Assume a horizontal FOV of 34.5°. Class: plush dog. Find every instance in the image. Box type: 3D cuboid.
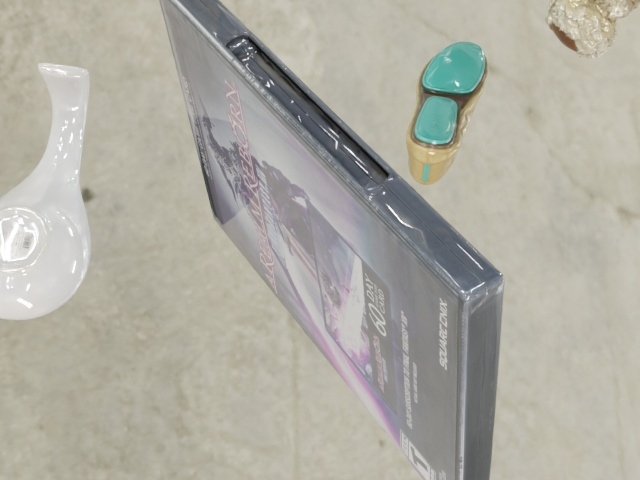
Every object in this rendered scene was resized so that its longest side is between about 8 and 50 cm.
[{"bbox_3d":[0.428,-0.361,1.314,0.211,0.225,0.262,-56,156,-23],"label":"plush dog"}]

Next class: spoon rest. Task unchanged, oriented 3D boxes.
[{"bbox_3d":[-0.296,-0.047,1.091,0.084,0.137,0.277,88,12,-71],"label":"spoon rest"}]

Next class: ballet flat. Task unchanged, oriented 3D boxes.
[{"bbox_3d":[0.144,-0.152,1.219,0.232,0.080,0.073,-62,161,-44],"label":"ballet flat"}]

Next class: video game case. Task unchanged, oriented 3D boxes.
[{"bbox_3d":[0.000,0.000,0.555,0.026,0.274,0.196,-29,142,-18],"label":"video game case"}]
